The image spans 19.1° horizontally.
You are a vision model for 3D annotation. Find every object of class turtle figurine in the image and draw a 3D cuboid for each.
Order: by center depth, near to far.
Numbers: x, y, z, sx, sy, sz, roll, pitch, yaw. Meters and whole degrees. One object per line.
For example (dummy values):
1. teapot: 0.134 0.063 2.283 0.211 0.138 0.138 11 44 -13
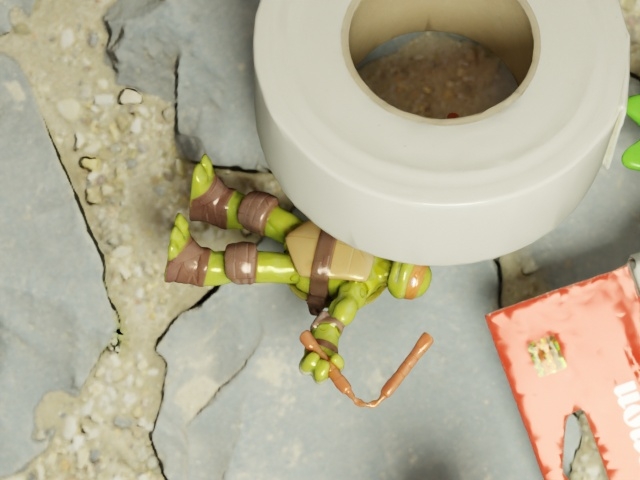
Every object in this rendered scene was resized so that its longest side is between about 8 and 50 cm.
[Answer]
1. turtle figurine: 0.000 0.000 1.486 0.217 0.087 0.270 15 63 7

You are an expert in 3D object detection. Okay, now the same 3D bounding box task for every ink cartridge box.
1. ink cartridge box: 0.279 0.140 1.409 0.238 0.060 0.275 -20 93 2

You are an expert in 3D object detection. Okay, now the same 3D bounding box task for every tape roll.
1. tape roll: 0.090 -0.126 1.448 0.286 0.100 0.286 0 62 -1

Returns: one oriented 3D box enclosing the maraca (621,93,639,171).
1. maraca: 0.323 -0.079 1.450 0.185 0.099 0.127 3 78 2
